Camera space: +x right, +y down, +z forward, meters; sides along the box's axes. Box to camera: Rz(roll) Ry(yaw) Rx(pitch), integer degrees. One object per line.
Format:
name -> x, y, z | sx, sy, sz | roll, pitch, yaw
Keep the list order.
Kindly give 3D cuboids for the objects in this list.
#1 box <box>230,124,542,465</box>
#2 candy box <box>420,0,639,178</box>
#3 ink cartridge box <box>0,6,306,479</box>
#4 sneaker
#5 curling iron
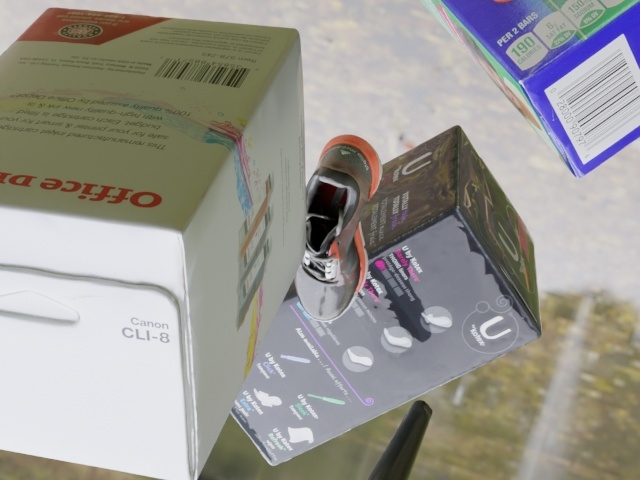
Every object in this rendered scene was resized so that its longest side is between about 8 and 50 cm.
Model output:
box -> 0.038, 0.047, 1.256 | 0.270, 0.165, 0.143 | -28, 113, 20
candy box -> 0.188, -0.238, 1.021 | 0.122, 0.268, 0.317 | 51, -176, -45
ink cartridge box -> -0.089, -0.005, 0.635 | 0.128, 0.176, 0.127 | 8, 124, 12
sneaker -> 0.000, 0.000, 1.057 | 0.061, 0.065, 0.158 | 19, 126, 16
curling iron -> 0.035, 0.213, 1.048 | 0.035, 0.274, 0.068 | -2, 128, 22
